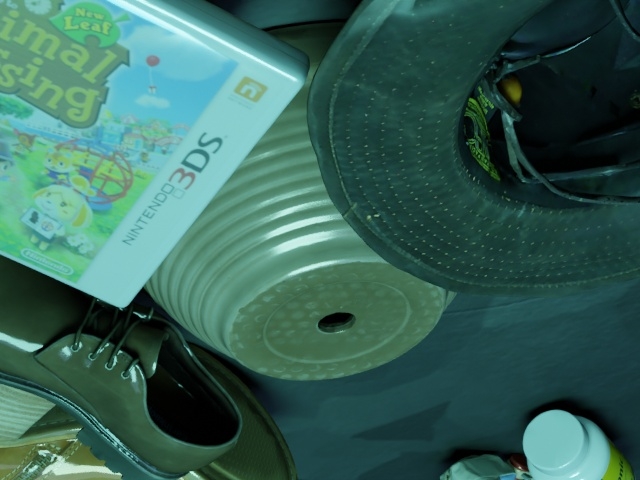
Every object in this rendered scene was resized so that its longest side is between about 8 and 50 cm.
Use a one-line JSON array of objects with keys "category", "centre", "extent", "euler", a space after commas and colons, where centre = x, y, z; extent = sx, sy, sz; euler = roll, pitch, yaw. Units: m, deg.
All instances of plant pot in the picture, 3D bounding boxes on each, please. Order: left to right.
[{"category": "plant pot", "centre": [0.000, 0.000, 0.866], "extent": [0.237, 0.109, 0.237], "euler": [-10, 146, -7]}]

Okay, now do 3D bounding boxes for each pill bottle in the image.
[{"category": "pill bottle", "centre": [0.196, 0.172, 1.220], "extent": [0.065, 0.065, 0.116], "euler": [-24, 144, 16]}]

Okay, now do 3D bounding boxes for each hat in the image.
[{"category": "hat", "centre": [0.152, -0.108, 0.743], "extent": [0.331, 0.134, 0.331], "euler": [-4, 144, -3]}]

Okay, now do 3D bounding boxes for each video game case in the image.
[{"category": "video game case", "centre": [-0.143, -0.066, 0.741], "extent": [0.212, 0.023, 0.193], "euler": [26, 133, -18]}]

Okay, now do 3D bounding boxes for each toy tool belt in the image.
[{"category": "toy tool belt", "centre": [0.127, 0.195, 1.239], "extent": [0.083, 0.052, 0.051], "euler": [-3, 124, -46]}]

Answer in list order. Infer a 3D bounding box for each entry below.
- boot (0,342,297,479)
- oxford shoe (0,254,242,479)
[{"category": "boot", "centre": [-0.175, 0.154, 1.027], "extent": [0.283, 0.109, 0.220], "euler": [23, 131, -39]}, {"category": "oxford shoe", "centre": [-0.130, 0.049, 0.877], "extent": [0.227, 0.083, 0.096], "euler": [38, 140, -26]}]
